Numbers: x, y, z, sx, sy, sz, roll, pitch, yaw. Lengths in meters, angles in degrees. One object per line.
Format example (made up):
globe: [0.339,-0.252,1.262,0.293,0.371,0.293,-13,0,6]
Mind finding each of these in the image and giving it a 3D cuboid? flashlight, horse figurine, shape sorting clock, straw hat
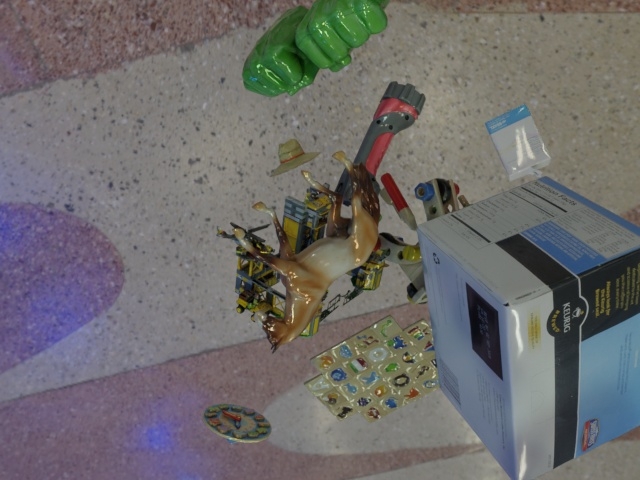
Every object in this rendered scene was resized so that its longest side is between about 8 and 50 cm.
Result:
flashlight: [0.142,-0.212,1.357,0.103,0.103,0.304,30,77,-35]
horse figurine: [0.000,0.000,0.759,0.263,0.066,0.174,-41,112,-26]
shape sorting clock: [-0.241,0.525,1.710,0.206,0.206,0.040,11,101,-16]
straw hat: [-0.072,-0.208,1.403,0.144,0.144,0.061,-22,104,8]

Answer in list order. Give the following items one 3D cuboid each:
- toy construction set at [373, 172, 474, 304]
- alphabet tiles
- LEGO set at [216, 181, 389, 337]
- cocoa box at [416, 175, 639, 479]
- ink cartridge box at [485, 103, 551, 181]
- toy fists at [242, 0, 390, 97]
toy construction set: [0.224,0.011,1.256,0.257,0.237,0.309,-33,151,15]
alphabet tiles: [0.145,0.324,1.448,0.343,0.011,0.285,-32,120,14]
LEGO set: [-0.015,0.015,1.144,0.331,0.255,0.192,-22,132,-42]
cocoa box: [0.310,0.126,0.859,0.228,0.231,0.347,-21,122,-11]
ink cartridge box: [0.418,-0.194,1.238,0.090,0.143,0.092,-23,170,17]
toy fists: [-0.011,-0.294,0.866,0.279,0.142,0.096,-14,126,44]
